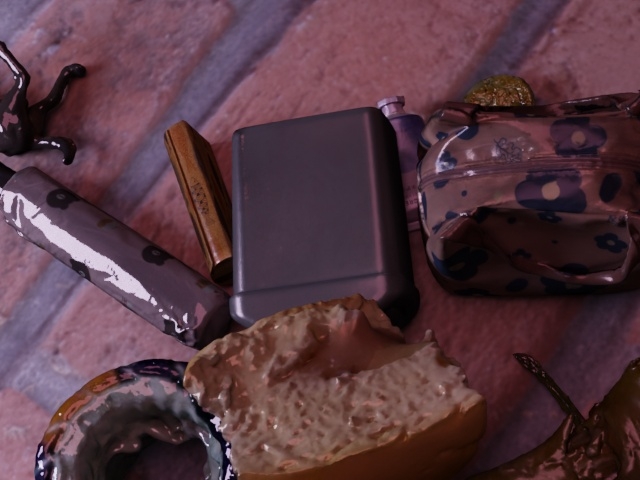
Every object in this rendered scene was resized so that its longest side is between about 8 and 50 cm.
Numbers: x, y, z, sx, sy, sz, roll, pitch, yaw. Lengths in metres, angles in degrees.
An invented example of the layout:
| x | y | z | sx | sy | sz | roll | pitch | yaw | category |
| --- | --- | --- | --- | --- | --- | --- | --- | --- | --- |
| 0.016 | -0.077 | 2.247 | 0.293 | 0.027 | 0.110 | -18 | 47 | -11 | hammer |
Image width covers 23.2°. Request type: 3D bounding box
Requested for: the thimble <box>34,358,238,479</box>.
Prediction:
| x | y | z | sx | sy | sz | roll | pitch | yaw | category |
| --- | --- | --- | --- | --- | --- | --- | --- | --- | --- |
| -0.142 | 0.235 | 1.442 | 0.237 | 0.150 | 0.237 | -4 | 67 | 9 | thimble |

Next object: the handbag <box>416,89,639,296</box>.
| x | y | z | sx | sy | sz | roll | pitch | yaw | category |
| --- | --- | --- | --- | --- | --- | --- | --- | --- | --- |
| 0.211 | -0.048 | 1.459 | 0.251 | 0.193 | 0.190 | -3 | 76 | 7 | handbag |

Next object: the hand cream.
| x | y | z | sx | sy | sz | roll | pitch | yaw | category |
| --- | --- | --- | --- | --- | --- | --- | --- | --- | --- |
| 0.088 | -0.079 | 1.593 | 0.084 | 0.053 | 0.142 | -14 | 74 | 4 | hand cream |

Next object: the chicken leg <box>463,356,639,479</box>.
| x | y | z | sx | sy | sz | roll | pitch | yaw | category |
| --- | --- | --- | --- | --- | --- | --- | --- | --- | --- |
| 0.278 | 0.198 | 1.377 | 0.429 | 0.153 | 0.201 | -25 | 71 | 8 | chicken leg |

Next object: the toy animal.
| x | y | z | sx | sy | sz | roll | pitch | yaw | category |
| --- | --- | --- | --- | --- | --- | --- | --- | --- | --- |
| -0.363 | -0.144 | 1.708 | 0.233 | 0.084 | 0.148 | 13 | 87 | 10 | toy animal |

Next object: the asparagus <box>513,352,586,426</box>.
| x | y | z | sx | sy | sz | roll | pitch | yaw | category |
| --- | --- | --- | --- | --- | --- | --- | --- | --- | --- |
| 0.223 | 0.146 | 1.479 | 0.015 | 0.014 | 0.114 | -27 | 62 | -20 | asparagus |

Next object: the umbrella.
| x | y | z | sx | sy | sz | roll | pitch | yaw | category |
| --- | --- | --- | --- | --- | --- | --- | --- | --- | --- |
| -0.229 | 0.007 | 1.608 | 0.337 | 0.067 | 0.073 | 32 | 65 | 24 | umbrella |

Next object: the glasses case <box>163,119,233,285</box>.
| x | y | z | sx | sy | sz | roll | pitch | yaw | category |
| --- | --- | --- | --- | --- | --- | --- | --- | --- | --- |
| -0.118 | -0.037 | 1.606 | 0.041 | 0.064 | 0.170 | -26 | 63 | 11 | glasses case |

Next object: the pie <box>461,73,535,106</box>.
| x | y | z | sx | sy | sz | roll | pitch | yaw | category |
| --- | --- | --- | --- | --- | --- | --- | --- | --- | --- |
| 0.183 | -0.134 | 1.609 | 0.084 | 0.021 | 0.084 | -5 | 69 | 12 | pie |

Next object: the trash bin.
| x | y | z | sx | sy | sz | roll | pitch | yaw | category |
| --- | --- | --- | --- | --- | --- | --- | --- | --- | --- |
| 0.000 | 0.000 | 1.525 | 0.177 | 0.101 | 0.236 | -9 | 73 | 16 | trash bin |

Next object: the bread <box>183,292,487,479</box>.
| x | y | z | sx | sy | sz | roll | pitch | yaw | category |
| --- | --- | --- | --- | --- | --- | --- | --- | --- | --- |
| 0.013 | 0.176 | 1.390 | 0.224 | 0.211 | 0.183 | -23 | 55 | -12 | bread |
